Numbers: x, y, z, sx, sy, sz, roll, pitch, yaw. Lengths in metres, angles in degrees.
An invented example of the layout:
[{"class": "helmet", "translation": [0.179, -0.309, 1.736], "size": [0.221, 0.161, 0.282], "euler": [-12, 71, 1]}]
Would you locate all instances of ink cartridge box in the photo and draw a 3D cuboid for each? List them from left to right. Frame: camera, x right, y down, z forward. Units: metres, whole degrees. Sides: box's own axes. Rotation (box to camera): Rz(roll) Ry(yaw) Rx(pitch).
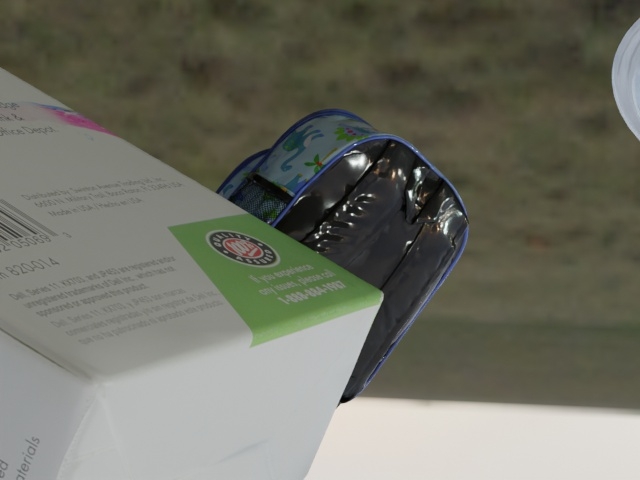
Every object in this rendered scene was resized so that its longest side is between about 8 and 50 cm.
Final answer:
[{"class": "ink cartridge box", "translation": [-0.181, -0.001, 0.739], "size": [0.353, 0.119, 0.207], "euler": [31, -160, 22]}]

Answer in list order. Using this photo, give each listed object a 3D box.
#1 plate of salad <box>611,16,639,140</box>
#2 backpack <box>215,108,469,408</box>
[{"class": "plate of salad", "translation": [0.260, -0.085, 1.044], "size": [0.200, 0.048, 0.200], "euler": [11, 148, 7]}, {"class": "backpack", "translation": [0.000, 0.000, 0.869], "size": [0.105, 0.114, 0.084], "euler": [46, 173, -36]}]
